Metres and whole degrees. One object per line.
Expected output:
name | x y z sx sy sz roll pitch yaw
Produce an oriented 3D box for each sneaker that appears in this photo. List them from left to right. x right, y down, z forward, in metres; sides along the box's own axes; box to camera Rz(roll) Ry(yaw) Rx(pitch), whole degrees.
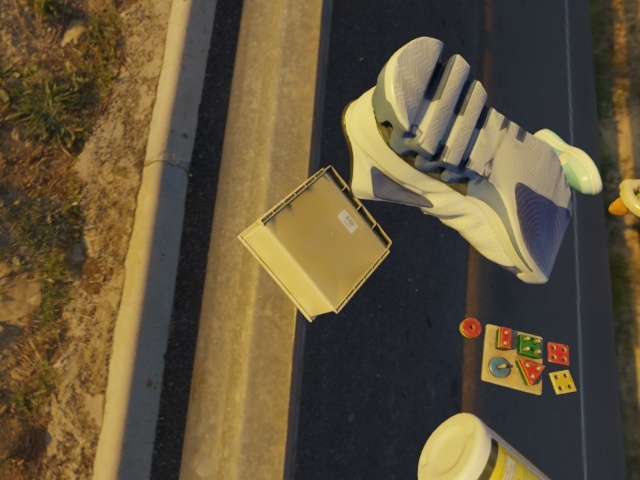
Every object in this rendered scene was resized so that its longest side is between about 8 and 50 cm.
sneaker | 0.142 -0.081 0.486 0.315 0.182 0.128 37 74 -25
sneaker | 0.641 -0.192 1.192 0.127 0.208 0.319 57 15 -30

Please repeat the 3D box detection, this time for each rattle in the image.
rattle | 0.786 -0.045 0.999 0.130 0.143 0.200 11 54 -19

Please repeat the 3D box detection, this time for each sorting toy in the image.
sorting toy | 0.455 0.270 0.931 0.046 0.274 0.132 95 10 -66

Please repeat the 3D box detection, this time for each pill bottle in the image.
pill bottle | 0.240 0.335 0.521 0.208 0.119 0.119 40 52 0

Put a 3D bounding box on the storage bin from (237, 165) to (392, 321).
storage bin | 0.000 0.000 0.960 0.262 0.123 0.260 50 57 -7
